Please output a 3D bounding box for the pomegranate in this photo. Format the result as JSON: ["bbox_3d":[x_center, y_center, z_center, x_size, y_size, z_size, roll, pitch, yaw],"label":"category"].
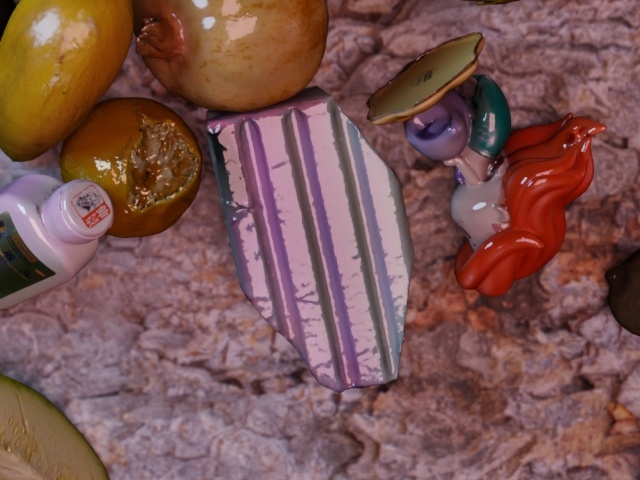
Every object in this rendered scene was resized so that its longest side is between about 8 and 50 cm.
[{"bbox_3d":[-0.092,-0.226,1.813,0.207,0.207,0.207,-1,100,-6],"label":"pomegranate"}]

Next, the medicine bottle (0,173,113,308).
[{"bbox_3d":[-0.301,-0.005,1.828,0.115,0.219,0.078,55,47,-13],"label":"medicine bottle"}]

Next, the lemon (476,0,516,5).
[{"bbox_3d":[0.157,-0.382,1.775,0.297,0.297,0.297,-1,100,-6],"label":"lemon"}]

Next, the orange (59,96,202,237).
[{"bbox_3d":[-0.198,-0.075,1.856,0.154,0.134,0.155,-10,116,-22],"label":"orange"}]

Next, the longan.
[{"bbox_3d":[0.374,0.058,1.975,0.113,0.092,0.113,6,111,16],"label":"longan"}]

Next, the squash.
[{"bbox_3d":[-0.297,0.230,1.919,0.252,0.093,0.169,26,141,-10],"label":"squash"}]

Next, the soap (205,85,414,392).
[{"bbox_3d":[0.000,0.000,1.910,0.192,0.109,0.324,-13,101,-1],"label":"soap"}]

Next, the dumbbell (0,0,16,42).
[{"bbox_3d":[-0.460,-0.141,1.784,0.203,0.204,0.322,25,96,-10],"label":"dumbbell"}]

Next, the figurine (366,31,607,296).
[{"bbox_3d":[0.190,-0.082,1.886,0.208,0.181,0.257,-42,109,-19],"label":"figurine"}]

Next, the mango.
[{"bbox_3d":[-0.269,-0.175,1.775,0.119,0.317,0.176,21,60,-11],"label":"mango"}]
